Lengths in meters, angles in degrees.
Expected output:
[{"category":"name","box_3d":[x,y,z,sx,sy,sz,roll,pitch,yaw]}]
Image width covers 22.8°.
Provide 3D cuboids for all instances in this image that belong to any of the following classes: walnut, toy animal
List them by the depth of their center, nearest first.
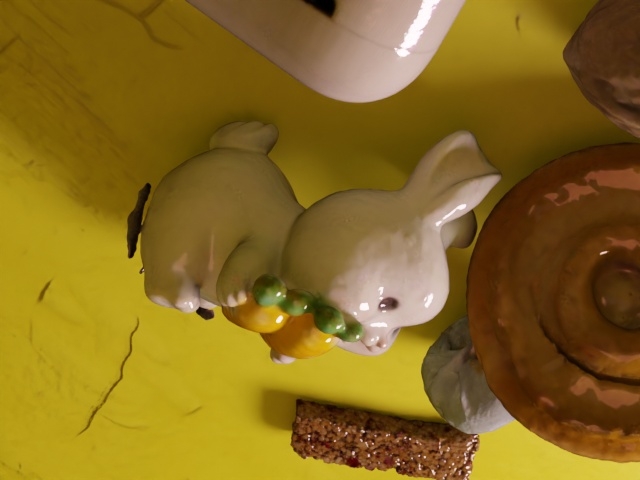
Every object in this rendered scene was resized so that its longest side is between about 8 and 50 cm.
[{"category":"walnut","box_3d":[0.320,-0.155,1.341,0.230,0.178,0.178,3,124,14]},{"category":"toy animal","box_3d":[-0.001,0.007,1.441,0.310,0.247,0.183,4,142,20]}]

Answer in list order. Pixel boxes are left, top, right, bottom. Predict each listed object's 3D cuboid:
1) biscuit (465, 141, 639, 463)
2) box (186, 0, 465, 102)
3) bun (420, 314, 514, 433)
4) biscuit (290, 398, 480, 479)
[{"category":"biscuit","box_3d":[0.276,0.054,1.434,0.296,0.102,0.296,-1,84,8]},{"category":"box","box_3d":[0.016,-0.301,1.249,0.288,0.141,0.349,36,121,8]},{"category":"bun","box_3d":[0.158,0.117,1.545,0.141,0.141,0.083,-30,122,22]},{"category":"biscuit","box_3d":[0.067,0.213,1.677,0.199,0.034,0.064,10,124,-1]}]
